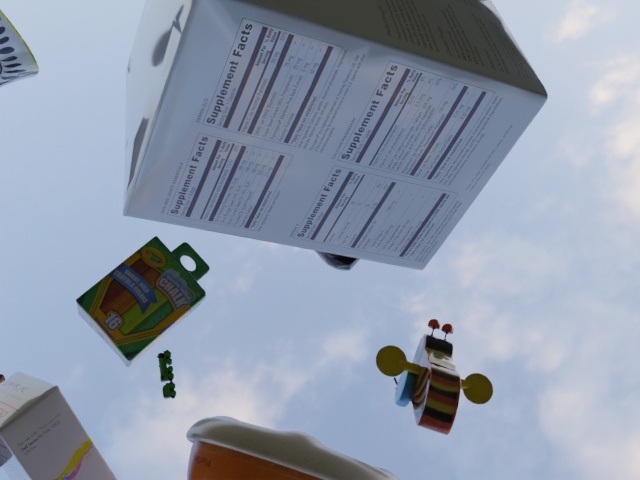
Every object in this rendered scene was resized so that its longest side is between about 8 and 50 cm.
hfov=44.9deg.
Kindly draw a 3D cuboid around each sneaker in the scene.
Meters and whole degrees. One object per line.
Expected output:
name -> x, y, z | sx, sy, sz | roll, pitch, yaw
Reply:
sneaker -> 0.000, 0.000, 1.566 | 0.178, 0.077, 0.072 | 30, -91, 27

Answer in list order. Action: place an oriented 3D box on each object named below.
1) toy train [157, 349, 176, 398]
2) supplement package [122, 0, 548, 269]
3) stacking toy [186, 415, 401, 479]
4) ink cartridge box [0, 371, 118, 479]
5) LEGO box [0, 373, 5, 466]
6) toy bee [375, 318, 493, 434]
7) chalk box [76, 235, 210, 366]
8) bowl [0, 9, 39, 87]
toy train -> -0.254, 0.222, 1.279 | 0.023, 0.017, 0.083 | -7, -113, -14
supplement package -> -0.006, -0.129, 0.626 | 0.262, 0.198, 0.199 | 11, -138, -23
stacking toy -> -0.095, 0.517, 1.087 | 0.350, 0.350, 0.480 | 10, -112, 26
ink cartridge box -> -0.480, 0.350, 1.326 | 0.119, 0.353, 0.207 | -38, -157, -33
LEGO box -> -0.893, 0.352, 1.438 | 0.500, 0.193, 0.372 | 11, -155, 26
toy bee -> 0.183, 0.218, 1.343 | 0.298, 0.195, 0.162 | 19, -88, 67
chalk box -> -0.381, 0.120, 1.753 | 0.289, 0.179, 0.180 | -43, -89, -20
bowl -> -0.271, -0.140, 0.487 | 0.170, 0.170, 0.080 | 29, -107, 36
